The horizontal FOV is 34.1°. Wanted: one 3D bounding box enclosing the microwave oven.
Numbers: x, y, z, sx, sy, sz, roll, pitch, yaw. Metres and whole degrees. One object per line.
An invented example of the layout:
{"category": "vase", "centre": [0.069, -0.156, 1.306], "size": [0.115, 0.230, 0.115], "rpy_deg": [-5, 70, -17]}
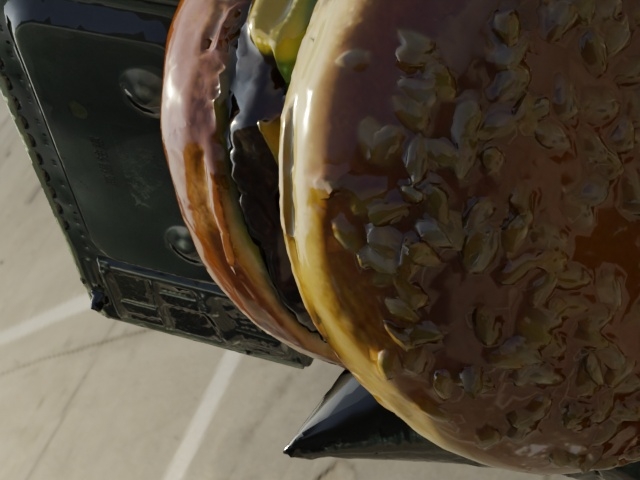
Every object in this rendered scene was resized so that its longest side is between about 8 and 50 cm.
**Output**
{"category": "microwave oven", "centre": [-0.062, -0.142, 0.857], "size": [0.394, 0.247, 0.333], "rpy_deg": [81, -155, -49]}

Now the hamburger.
{"category": "hamburger", "centre": [0.086, -0.046, 0.462], "size": [0.225, 0.291, 0.291], "rpy_deg": [14, 70, 57]}

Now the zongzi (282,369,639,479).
{"category": "zongzi", "centre": [0.148, 0.051, 0.816], "size": [0.362, 0.319, 0.383], "rpy_deg": [-6, 61, 17]}
